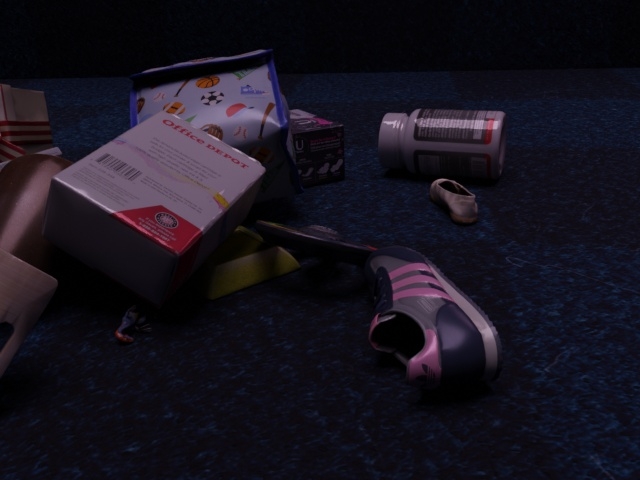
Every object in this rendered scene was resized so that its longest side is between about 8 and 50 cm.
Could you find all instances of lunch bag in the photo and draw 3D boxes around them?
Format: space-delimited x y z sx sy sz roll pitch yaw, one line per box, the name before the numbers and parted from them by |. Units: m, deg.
lunch bag | -0.231 -0.264 1.459 0.327 0.239 0.385 -11 48 -1

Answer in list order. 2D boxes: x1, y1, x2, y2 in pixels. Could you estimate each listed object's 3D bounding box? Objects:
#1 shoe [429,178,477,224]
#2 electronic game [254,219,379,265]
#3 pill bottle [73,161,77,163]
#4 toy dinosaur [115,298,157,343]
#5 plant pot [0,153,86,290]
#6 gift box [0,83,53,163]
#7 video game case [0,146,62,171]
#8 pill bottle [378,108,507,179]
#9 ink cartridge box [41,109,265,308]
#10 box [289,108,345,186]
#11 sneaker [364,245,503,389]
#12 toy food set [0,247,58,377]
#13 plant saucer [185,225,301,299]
shoe | 0.285 -0.098 1.438 0.076 0.058 0.219 -5 23 -6
electronic game | 0.000 0.000 1.153 0.229 0.048 0.229 13 2 0
pill bottle | -0.517 -0.107 1.459 0.219 0.123 0.123 -19 28 -30
toy dinosaur | -0.282 0.126 1.017 0.090 0.047 0.082 -28 12 43
plant pot | -0.481 0.009 1.115 0.215 0.215 0.230 1 38 8
gift box | -0.778 -0.220 1.597 0.255 0.276 0.258 -10 7 5
video game case | -0.671 -0.104 1.422 0.227 0.026 0.206 -37 -2 40
pill bottle | 0.293 -0.234 1.632 0.283 0.161 0.161 7 24 20
ink cartridge box | -0.259 -0.064 1.107 0.226 0.131 0.306 30 35 5
box | -0.066 -0.236 1.697 0.163 0.142 0.247 -14 26 -25
sneaker | 0.109 0.093 0.934 0.131 0.112 0.319 -8 22 -20
toy food set | -0.491 0.101 0.911 0.306 0.092 0.220 18 74 42
plant saucer | -0.163 0.027 1.206 0.188 0.045 0.188 -19 27 -34
